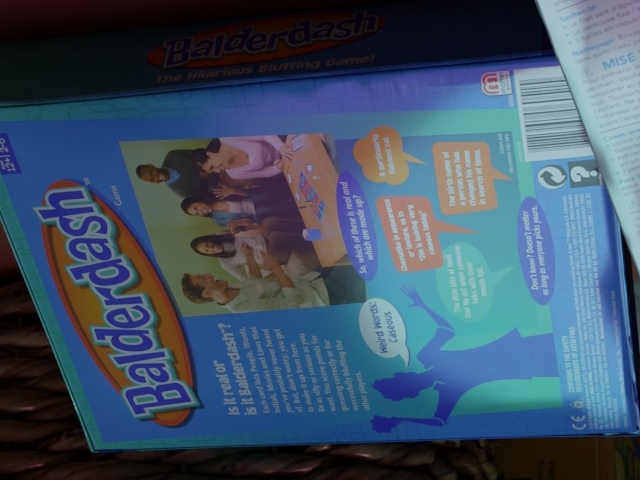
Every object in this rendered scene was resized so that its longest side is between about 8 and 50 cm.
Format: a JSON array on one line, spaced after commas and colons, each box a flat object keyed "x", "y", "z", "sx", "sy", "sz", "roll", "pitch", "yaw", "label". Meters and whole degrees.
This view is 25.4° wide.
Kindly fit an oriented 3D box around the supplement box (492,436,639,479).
[{"x": 0.060, "y": 0.149, "z": 0.767, "sx": 0.233, "sy": 0.078, "sz": 0.080, "roll": -15, "pitch": 144, "yaw": 32, "label": "supplement box"}]

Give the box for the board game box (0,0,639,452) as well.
[{"x": 0.000, "y": 0.000, "z": 0.495, "sx": 0.210, "sy": 0.047, "sz": 0.160, "roll": -4, "pitch": 126, "yaw": 13, "label": "board game box"}]

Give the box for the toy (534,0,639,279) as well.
[{"x": 0.146, "y": -0.046, "z": 0.417, "sx": 0.137, "sy": 0.056, "sz": 0.237, "roll": -21, "pitch": 121, "yaw": 11, "label": "toy"}]

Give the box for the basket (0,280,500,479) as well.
[{"x": -0.073, "y": 0.154, "z": 0.652, "sx": 0.299, "sy": 0.223, "sz": 0.213, "roll": -6, "pitch": 148, "yaw": 16, "label": "basket"}]
